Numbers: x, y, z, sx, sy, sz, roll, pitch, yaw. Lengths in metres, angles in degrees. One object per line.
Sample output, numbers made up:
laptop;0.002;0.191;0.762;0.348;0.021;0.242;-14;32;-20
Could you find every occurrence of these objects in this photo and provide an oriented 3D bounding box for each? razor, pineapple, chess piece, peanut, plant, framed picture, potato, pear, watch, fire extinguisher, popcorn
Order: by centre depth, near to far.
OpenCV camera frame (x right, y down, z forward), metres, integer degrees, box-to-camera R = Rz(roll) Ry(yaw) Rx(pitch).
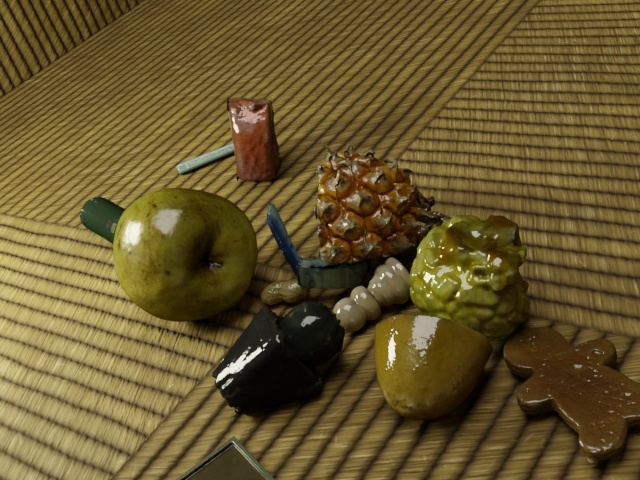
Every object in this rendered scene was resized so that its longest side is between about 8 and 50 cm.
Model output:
framed picture;-0.200;0.451;1.482;0.250;0.016;0.184;-35;36;-21
potato;0.172;0.228;1.489;0.204;0.178;0.158;17;60;9
popcorn;0.280;0.061;1.578;0.251;0.206;0.236;135;152;-58
plant;-0.072;0.216;1.627;0.256;0.164;0.142;-38;31;1
chess piece;0.102;0.116;1.740;0.170;0.094;0.094;-35;36;-14
pineapple;0.140;-0.109;1.830;0.286;0.208;0.344;-1;28;5
peanut;-0.075;0.110;1.873;0.113;0.053;0.054;-11;34;19
pear;-0.301;0.030;1.906;0.304;0.303;0.304;-14;34;10
watch;-0.013;0.003;1.913;0.277;0.068;0.274;2;34;10
fire extinguisher;-0.508;-0.038;2.261;0.095;0.114;0.311;12;9;-42
razor;-0.278;-0.257;2.508;0.278;0.056;0.111;-30;-3;-3

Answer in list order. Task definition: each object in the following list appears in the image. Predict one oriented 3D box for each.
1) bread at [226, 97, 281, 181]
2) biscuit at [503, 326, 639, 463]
bread;-0.176;-0.272;2.317;0.123;0.244;0.190;-5;42;4
biscuit;0.415;0.234;1.436;0.197;0.049;0.301;-27;34;-17
